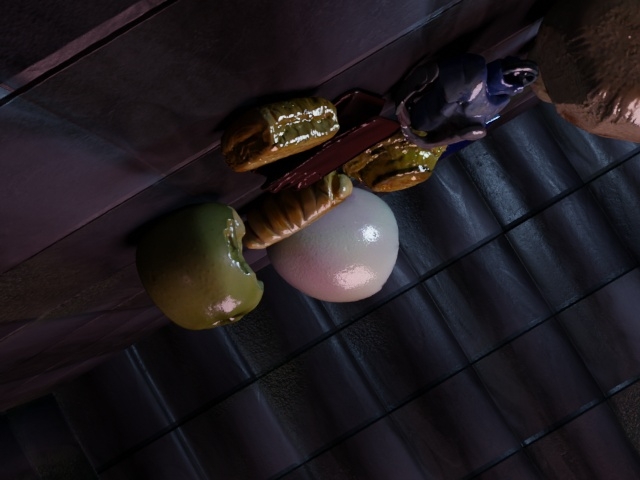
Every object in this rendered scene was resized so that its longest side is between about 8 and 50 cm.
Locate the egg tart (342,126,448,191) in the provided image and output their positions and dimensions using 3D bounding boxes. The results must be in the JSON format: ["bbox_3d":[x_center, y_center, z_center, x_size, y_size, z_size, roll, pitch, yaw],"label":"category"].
[{"bbox_3d":[0.200,-0.204,1.799,0.294,0.123,0.294,-10,166,-2],"label":"egg tart"}]

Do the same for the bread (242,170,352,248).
[{"bbox_3d":[-0.063,-0.090,1.765,0.311,0.121,0.173,-32,179,11],"label":"bread"}]

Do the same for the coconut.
[{"bbox_3d":[0.652,-0.393,1.461,0.345,0.414,0.415,-10,-177,21],"label":"coconut"}]

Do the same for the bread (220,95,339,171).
[{"bbox_3d":[-0.061,-0.173,1.081,0.114,0.083,0.211,-27,179,36],"label":"bread"}]

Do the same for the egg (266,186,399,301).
[{"bbox_3d":[0.000,0.000,1.998,0.340,0.354,0.355,9,149,-39],"label":"egg"}]

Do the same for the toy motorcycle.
[{"bbox_3d":[0.285,-0.290,1.437,0.241,0.181,0.319,-29,177,-24],"label":"toy motorcycle"}]

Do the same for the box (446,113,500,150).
[{"bbox_3d":[0.384,-0.330,2.165,0.279,0.116,0.261,-28,176,-17],"label":"box"}]

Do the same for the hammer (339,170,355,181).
[{"bbox_3d":[0.036,-0.162,2.226,0.111,0.043,0.365,-29,178,-34],"label":"hammer"}]

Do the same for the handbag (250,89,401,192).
[{"bbox_3d":[0.015,-0.193,1.384,0.276,0.084,0.260,-32,176,21],"label":"handbag"}]

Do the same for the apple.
[{"bbox_3d":[-0.251,0.055,1.418,0.279,0.279,0.279,-31,176,-3],"label":"apple"}]

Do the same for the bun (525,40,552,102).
[{"bbox_3d":[0.685,-0.468,1.820,0.273,0.168,0.272,-12,149,-7],"label":"bun"}]
